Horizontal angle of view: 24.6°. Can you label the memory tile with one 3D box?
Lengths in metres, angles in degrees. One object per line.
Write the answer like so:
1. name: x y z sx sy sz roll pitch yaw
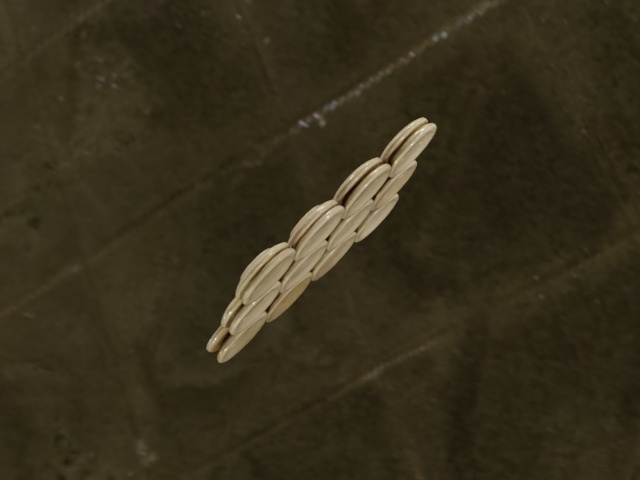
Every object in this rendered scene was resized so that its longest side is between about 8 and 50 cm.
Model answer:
1. memory tile: 0.000 0.000 0.774 0.012 0.113 0.148 43 62 10
